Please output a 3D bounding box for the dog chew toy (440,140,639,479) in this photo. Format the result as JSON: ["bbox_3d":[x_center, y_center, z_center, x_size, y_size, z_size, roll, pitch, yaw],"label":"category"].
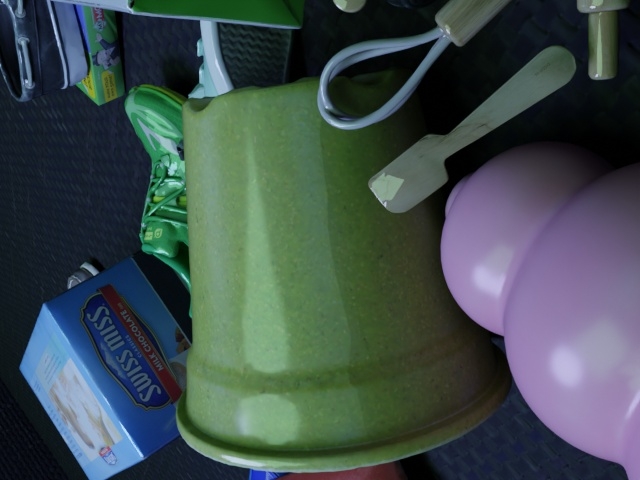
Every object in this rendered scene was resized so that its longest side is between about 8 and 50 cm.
[{"bbox_3d":[0.201,0.049,0.391,0.332,0.206,0.207,40,142,39],"label":"dog chew toy"}]

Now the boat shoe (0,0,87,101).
[{"bbox_3d":[-0.352,-0.298,0.782,0.113,0.105,0.306,36,145,29],"label":"boat shoe"}]

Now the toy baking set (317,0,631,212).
[{"bbox_3d":[0.084,-0.150,0.421,0.196,0.030,0.256,-7,105,13],"label":"toy baking set"}]

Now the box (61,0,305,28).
[{"bbox_3d":[-0.110,-0.288,0.479,0.231,0.126,0.262,28,117,52],"label":"box"}]

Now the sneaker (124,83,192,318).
[{"bbox_3d":[-0.154,-0.038,0.820,0.109,0.123,0.296,-8,108,54],"label":"sneaker"}]

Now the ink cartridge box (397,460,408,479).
[{"bbox_3d":[0.015,0.225,0.876,0.145,0.045,0.179,-15,105,54],"label":"ink cartridge box"}]

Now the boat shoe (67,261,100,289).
[{"bbox_3d":[-0.441,0.187,1.368,0.116,0.096,0.324,35,139,31],"label":"boat shoe"}]

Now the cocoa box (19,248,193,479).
[{"bbox_3d":[-0.261,0.179,1.023,0.231,0.228,0.347,56,145,5],"label":"cocoa box"}]

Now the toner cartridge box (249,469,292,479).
[{"bbox_3d":[0.043,0.420,0.959,0.348,0.075,0.165,38,138,28],"label":"toner cartridge box"}]

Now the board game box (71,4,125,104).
[{"bbox_3d":[-0.328,-0.346,0.851,0.213,0.046,0.317,41,147,24],"label":"board game box"}]

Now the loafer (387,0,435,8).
[{"bbox_3d":[0.048,-0.264,0.450,0.078,0.076,0.223,23,127,48],"label":"loafer"}]

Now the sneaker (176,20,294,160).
[{"bbox_3d":[-0.098,-0.165,0.684,0.151,0.094,0.256,25,132,43],"label":"sneaker"}]

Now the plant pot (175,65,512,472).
[{"bbox_3d":[0.000,0.000,0.571,0.276,0.276,0.254,4,106,50],"label":"plant pot"}]

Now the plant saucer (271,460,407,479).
[{"bbox_3d":[0.042,0.390,0.841,0.259,0.047,0.258,-37,78,44],"label":"plant saucer"}]
